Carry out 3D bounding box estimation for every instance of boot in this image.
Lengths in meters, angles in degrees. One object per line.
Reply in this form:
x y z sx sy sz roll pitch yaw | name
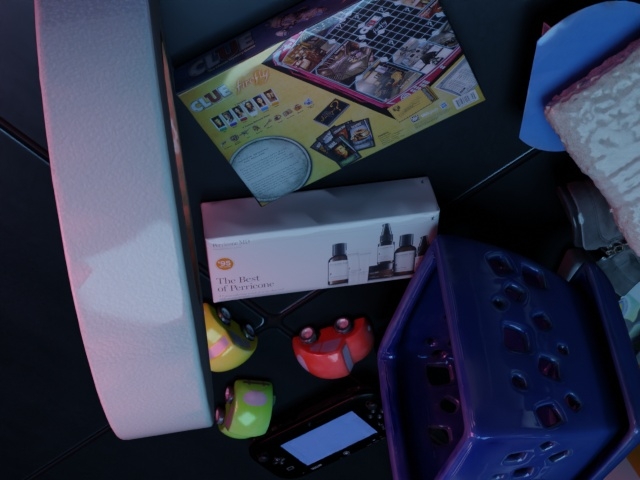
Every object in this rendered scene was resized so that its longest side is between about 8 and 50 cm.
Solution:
0.410 0.001 1.147 0.223 0.118 0.338 -35 119 16 | boot

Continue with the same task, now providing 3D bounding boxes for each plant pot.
0.198 0.156 1.085 0.212 0.236 0.236 3 142 -14 | plant pot

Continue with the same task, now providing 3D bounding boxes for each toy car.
-0.069 0.173 1.245 0.239 0.053 0.225 7 131 -19 | toy car

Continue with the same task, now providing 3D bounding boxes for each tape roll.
-0.139 -0.049 0.783 0.072 0.392 0.392 -8 135 -5 | tape roll

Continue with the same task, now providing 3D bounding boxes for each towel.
0.370 -0.133 0.977 0.282 0.049 0.187 -35 102 11 | towel

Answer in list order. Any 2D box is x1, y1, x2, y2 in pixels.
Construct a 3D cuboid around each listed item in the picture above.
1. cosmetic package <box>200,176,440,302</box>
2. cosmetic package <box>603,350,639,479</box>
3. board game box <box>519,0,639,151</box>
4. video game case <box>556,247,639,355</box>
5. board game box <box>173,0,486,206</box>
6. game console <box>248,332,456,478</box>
0.000 0.000 1.088 0.239 0.060 0.099 -7 134 -6 | cosmetic package
0.407 0.352 1.312 0.161 0.230 0.453 10 124 -30 | cosmetic package
0.252 -0.164 1.006 0.133 0.033 0.169 -13 136 -14 | board game box
0.402 0.138 1.329 0.300 0.036 0.329 1 133 -13 | video game case
0.011 -0.144 0.964 0.243 0.042 0.165 -25 134 11 | board game box
0.084 0.220 1.315 0.361 0.044 0.213 -29 123 19 | game console
